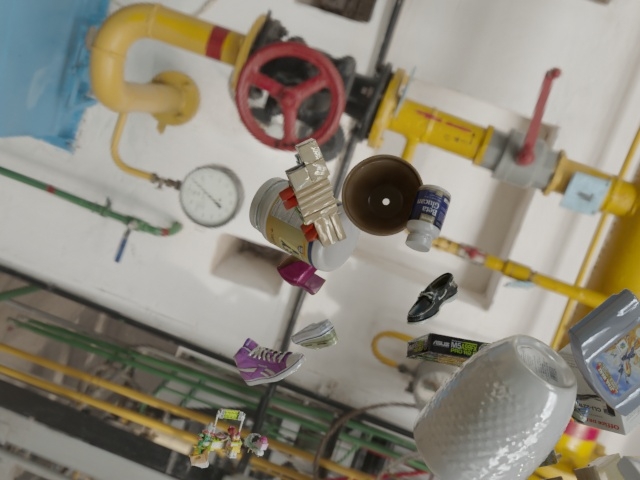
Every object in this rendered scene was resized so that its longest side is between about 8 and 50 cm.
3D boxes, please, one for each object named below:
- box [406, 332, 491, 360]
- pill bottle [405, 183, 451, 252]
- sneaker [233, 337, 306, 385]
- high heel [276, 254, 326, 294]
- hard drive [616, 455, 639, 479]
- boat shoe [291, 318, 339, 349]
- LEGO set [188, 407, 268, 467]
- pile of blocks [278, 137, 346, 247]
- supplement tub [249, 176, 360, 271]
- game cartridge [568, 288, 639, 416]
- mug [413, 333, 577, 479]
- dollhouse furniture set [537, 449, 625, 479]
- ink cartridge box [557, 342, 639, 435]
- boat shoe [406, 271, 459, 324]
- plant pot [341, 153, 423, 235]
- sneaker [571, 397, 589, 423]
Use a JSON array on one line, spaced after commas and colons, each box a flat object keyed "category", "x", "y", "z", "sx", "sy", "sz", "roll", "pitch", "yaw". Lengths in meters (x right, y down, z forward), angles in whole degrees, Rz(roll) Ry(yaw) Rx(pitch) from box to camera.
[{"category": "box", "x": 0.424, "y": 0.344, "z": 2.135, "sx": 0.216, "sy": 0.270, "sz": 0.060, "roll": 127, "pitch": -27, "yaw": -73}, {"category": "pill bottle", "x": 0.287, "y": -0.058, "z": 1.886, "sx": 0.094, "sy": 0.094, "sz": 0.169, "roll": 96, "pitch": 14, "yaw": -72}, {"category": "sneaker", "x": -0.192, "y": 0.405, "z": 2.421, "sx": 0.282, "sy": 0.161, "sz": 0.102, "roll": -22, "pitch": -168, "yaw": 31}, {"category": "high heel", "x": 0.000, "y": 0.000, "z": 2.478, "sx": 0.127, "sy": 0.181, "sz": 0.377, "roll": 10, "pitch": -111, "yaw": 53}, {"category": "hard drive", "x": 0.861, "y": 0.586, "z": 1.550, "sx": 0.233, "sy": 0.352, "sz": 0.047, "roll": -116, "pitch": -139, "yaw": -53}, {"category": "boat shoe", "x": -0.025, "y": 0.365, "z": 2.596, "sx": 0.109, "sy": 0.094, "sz": 0.302, "roll": -30, "pitch": 180, "yaw": -24}, {"category": "LEGO set", "x": -0.259, "y": 0.507, "z": 1.821, "sx": 0.287, "sy": 0.132, "sz": 0.107, "roll": 18, "pitch": 88, "yaw": -58}, {"category": "pile of blocks", "x": -0.039, "y": -0.109, "z": 1.600, "sx": 0.149, "sy": 0.112, "sz": 0.362, "roll": 61, "pitch": -7, "yaw": 32}, {"category": "supplement tub", "x": -0.052, "y": -0.059, "z": 2.248, "sx": 0.228, "sy": 0.316, "sz": 0.228, "roll": -37, "pitch": 142, "yaw": -37}, {"category": "game cartridge", "x": 0.717, "y": 0.279, "z": 1.664, "sx": 0.198, "sy": 0.297, "sz": 0.062, "roll": -40, "pitch": -156, "yaw": -5}, {"category": "mug", "x": 0.429, "y": 0.370, "z": 1.626, "sx": 0.328, "sy": 0.276, "sz": 0.374, "roll": -59, "pitch": 170, "yaw": 28}, {"category": "dollhouse furniture set", "x": 0.755, "y": 0.819, "z": 2.221, "sx": 0.256, "sy": 0.394, "sz": 0.362, "roll": 6, "pitch": 63, "yaw": -52}, {"category": "ink cartridge box", "x": 0.915, "y": 0.476, "z": 2.283, "sx": 0.114, "sy": 0.197, "sz": 0.273, "roll": -26, "pitch": 105, "yaw": -32}, {"category": "boat shoe", "x": 0.396, "y": 0.208, "z": 2.516, "sx": 0.302, "sy": 0.114, "sz": 0.091, "roll": -33, "pitch": 114, "yaw": -49}, {"category": "plant pot", "x": 0.186, "y": -0.122, "z": 2.028, "sx": 0.110, "sy": 0.237, "sz": 0.237, "roll": 40, "pitch": 70, "yaw": -74}, {"category": "sneaker", "x": 0.765, "y": 0.506, "z": 2.148, "sx": 0.058, "sy": 0.135, "sz": 0.052, "roll": -53, "pitch": 141, "yaw": -8}]
